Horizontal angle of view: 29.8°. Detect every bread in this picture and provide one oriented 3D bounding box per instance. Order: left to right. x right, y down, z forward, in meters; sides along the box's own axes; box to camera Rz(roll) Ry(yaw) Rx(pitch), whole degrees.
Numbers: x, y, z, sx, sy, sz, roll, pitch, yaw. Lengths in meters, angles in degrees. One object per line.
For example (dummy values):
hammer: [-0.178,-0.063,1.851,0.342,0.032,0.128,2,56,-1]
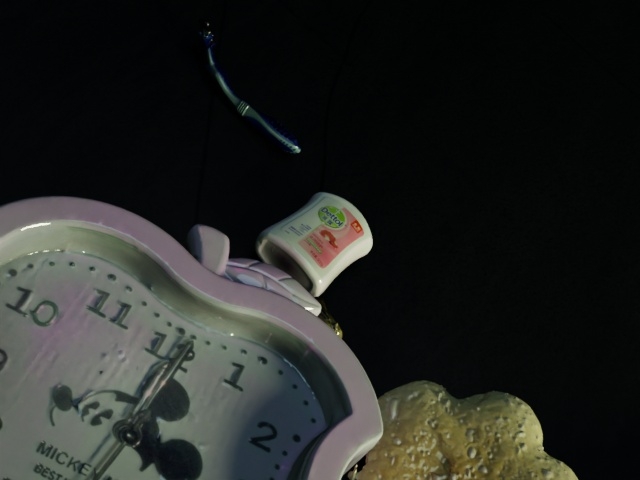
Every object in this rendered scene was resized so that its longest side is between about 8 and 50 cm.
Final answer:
bread: [0.104,0.212,0.875,0.182,0.039,0.251,11,53,13]

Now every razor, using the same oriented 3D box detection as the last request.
razor: [-0.072,-0.135,1.111,0.028,0.044,0.154,-35,77,-10]

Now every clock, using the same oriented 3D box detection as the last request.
clock: [-0.133,0.125,0.827,0.339,0.102,0.338,15,49,-18]

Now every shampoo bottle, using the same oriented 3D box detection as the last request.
shampoo bottle: [0.000,0.000,1.030,0.072,0.043,0.099,44,48,9]

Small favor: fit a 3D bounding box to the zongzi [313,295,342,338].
zongzi: [-0.029,0.065,0.952,0.083,0.040,0.076,11,11,-16]
